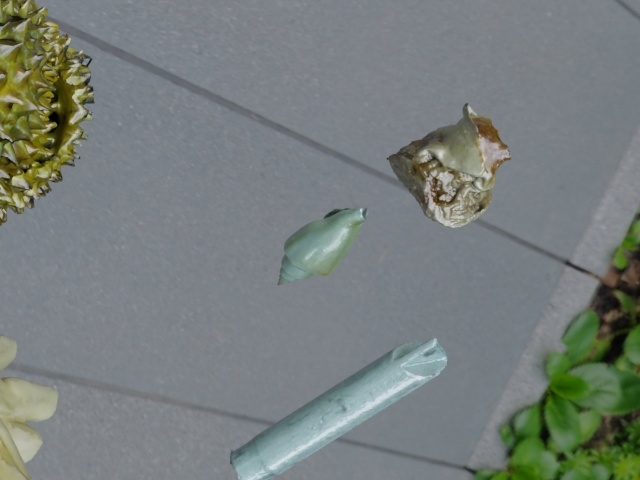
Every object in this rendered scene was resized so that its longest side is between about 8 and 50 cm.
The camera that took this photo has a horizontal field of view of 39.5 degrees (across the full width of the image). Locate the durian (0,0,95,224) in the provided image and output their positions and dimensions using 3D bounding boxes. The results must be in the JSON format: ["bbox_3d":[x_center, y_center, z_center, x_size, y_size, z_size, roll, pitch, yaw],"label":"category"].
[{"bbox_3d":[-0.318,-0.111,0.722,0.293,0.258,0.258,-6,118,-70],"label":"durian"}]

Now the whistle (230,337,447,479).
[{"bbox_3d":[0.025,0.218,1.152,0.312,0.062,0.062,-33,124,6],"label":"whistle"}]

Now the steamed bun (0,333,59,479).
[{"bbox_3d":[-0.362,0.125,0.718,0.247,0.428,0.189,-55,172,-32],"label":"steamed bun"}]

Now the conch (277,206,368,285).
[{"bbox_3d":[0.003,0.006,1.068,0.065,0.180,0.088,55,37,6],"label":"conch"}]

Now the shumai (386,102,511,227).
[{"bbox_3d":[0.158,-0.098,1.049,0.146,0.145,0.116,-3,139,-30],"label":"shumai"}]
